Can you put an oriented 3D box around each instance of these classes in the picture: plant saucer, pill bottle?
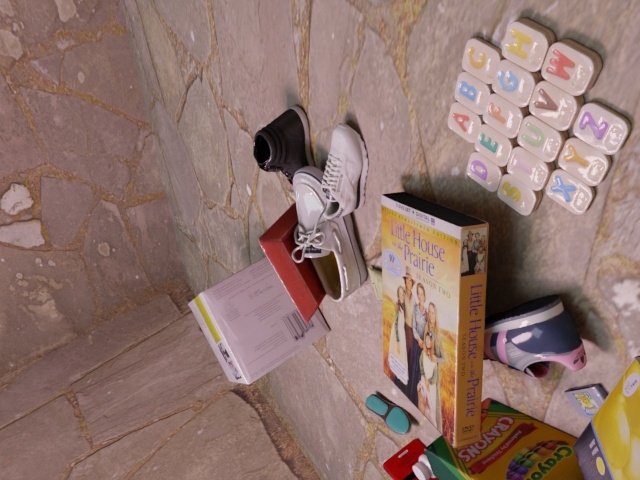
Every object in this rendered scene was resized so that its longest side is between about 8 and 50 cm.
[{"bbox_3d":[-0.037,0.046,1.477,0.048,0.258,0.259,-21,106,29],"label":"plant saucer"},{"bbox_3d":[0.311,0.599,1.480,0.067,0.120,0.067,44,150,34],"label":"pill bottle"}]

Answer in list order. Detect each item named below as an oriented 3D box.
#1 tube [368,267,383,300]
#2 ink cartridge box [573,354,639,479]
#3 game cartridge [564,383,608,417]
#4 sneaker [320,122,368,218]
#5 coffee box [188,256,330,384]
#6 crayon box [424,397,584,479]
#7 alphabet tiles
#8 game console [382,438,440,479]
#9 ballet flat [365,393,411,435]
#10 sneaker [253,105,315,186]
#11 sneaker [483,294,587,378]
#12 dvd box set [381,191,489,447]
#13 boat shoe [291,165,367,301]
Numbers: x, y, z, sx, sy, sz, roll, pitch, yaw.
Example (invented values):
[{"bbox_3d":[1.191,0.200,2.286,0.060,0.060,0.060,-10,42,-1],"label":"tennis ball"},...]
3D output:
[{"bbox_3d":[0.183,0.119,1.316,0.062,0.070,0.240,23,174,-23],"label":"tube"},{"bbox_3d":[0.486,0.377,0.783,0.307,0.072,0.303,-90,0,-45],"label":"ink cartridge box"},{"bbox_3d":[0.472,0.282,0.955,0.056,0.017,0.083,54,155,10],"label":"game cartridge"},{"bbox_3d":[0.047,-0.152,1.246,0.090,0.095,0.235,40,146,44],"label":"sneaker"},{"bbox_3d":[-0.230,0.274,1.947,0.338,0.337,0.334,61,156,2],"label":"coffee box"},{"bbox_3d":[0.387,0.445,1.072,0.318,0.202,0.081,10,124,59],"label":"crayon box"},{"bbox_3d":[0.301,-0.171,0.810,0.278,0.021,0.284,47,152,32],"label":"alphabet tiles"},{"bbox_3d":[0.274,0.688,1.617,0.124,0.144,0.085,39,146,41],"label":"game console"},{"bbox_3d":[0.222,0.542,1.687,0.068,0.072,0.213,44,168,-32],"label":"ballet flat"},{"bbox_3d":[-0.095,-0.190,1.423,0.104,0.147,0.296,35,146,43],"label":"sneaker"},{"bbox_3d":[0.345,0.201,1.004,0.131,0.112,0.319,61,157,8],"label":"sneaker"},{"bbox_3d":[0.209,0.136,1.067,0.307,0.062,0.420,-141,46,-65],"label":"dvd box set"},{"bbox_3d":[-0.006,0.001,1.387,0.136,0.156,0.367,3,123,41],"label":"boat shoe"}]
